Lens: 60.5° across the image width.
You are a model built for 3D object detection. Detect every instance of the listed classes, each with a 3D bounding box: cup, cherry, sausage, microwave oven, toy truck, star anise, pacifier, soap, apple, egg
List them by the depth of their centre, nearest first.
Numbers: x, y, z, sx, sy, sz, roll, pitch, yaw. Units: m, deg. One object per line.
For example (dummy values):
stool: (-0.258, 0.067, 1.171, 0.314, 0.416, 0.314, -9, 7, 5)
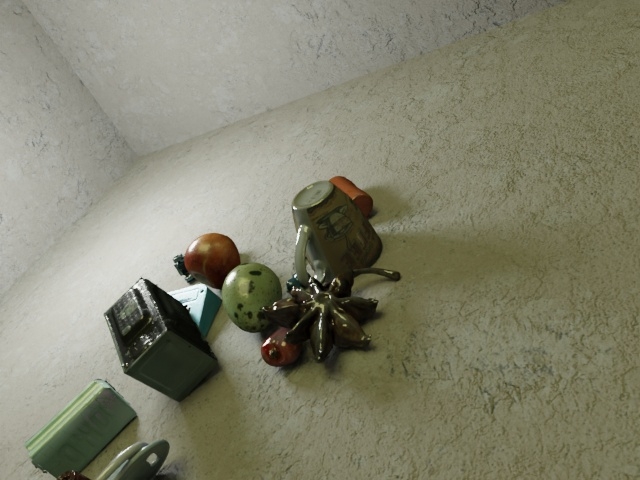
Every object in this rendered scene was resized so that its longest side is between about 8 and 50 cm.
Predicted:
pacifier: (-0.416, 0.581, 1.211, 0.207, 0.227, 0.279, 37, 65, 16)
star anise: (0.032, 0.193, 1.411, 0.359, 0.139, 0.316, 1, 46, 3)
cherry: (-0.094, 0.278, 1.429, 0.106, 0.087, 0.126, 0, 23, 45)
soap: (-0.654, 0.519, 1.506, 0.261, 0.150, 0.094, -46, 30, -24)
microwave oven: (-0.455, 0.271, 1.573, 0.181, 0.237, 0.295, -45, 40, -3)
egg: (-0.199, 0.168, 1.600, 0.177, 0.177, 0.228, -23, 41, 13)
cup: (0.006, -0.012, 1.610, 0.227, 0.257, 0.301, -1, 43, 45)
apple: (-0.359, 0.065, 1.863, 0.201, 0.201, 0.162, 4, 57, 46)
sausage: (0.086, -0.149, 1.890, 0.113, 0.113, 0.259, -34, 30, -5)
toy truck: (-0.435, 0.061, 2.053, 0.257, 0.108, 0.140, -21, 17, 22)

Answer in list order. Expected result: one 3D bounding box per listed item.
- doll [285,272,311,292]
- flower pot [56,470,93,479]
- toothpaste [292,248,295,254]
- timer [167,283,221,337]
doll: (-0.064, 0.127, 1.668, 0.083, 0.050, 0.076, -42, 36, -23)
flower pot: (-0.610, 0.627, 1.363, 0.111, 0.089, 0.111, -23, 30, 14)
toothpaste: (0.000, 0.000, 1.812, 0.193, 0.045, 0.071, -28, 29, -6)
timer: (-0.455, 0.281, 1.792, 0.232, 0.091, 0.250, -14, 46, 25)
